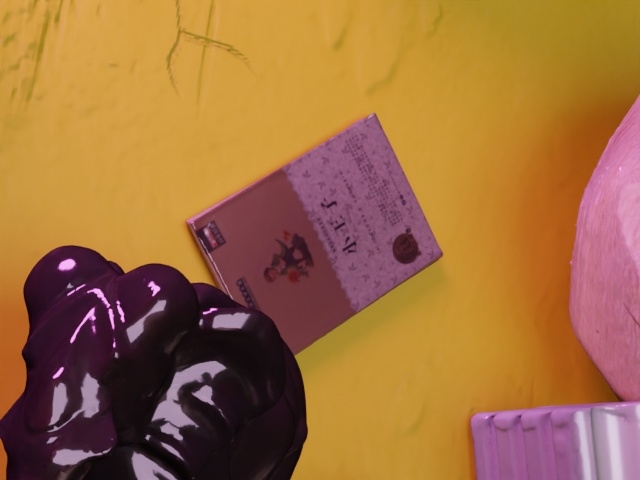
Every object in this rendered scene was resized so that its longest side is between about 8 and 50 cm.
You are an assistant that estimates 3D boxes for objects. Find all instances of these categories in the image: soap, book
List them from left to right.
[{"bbox_3d":[0.000,0.000,1.284,0.199,0.016,0.138,-32,103,-28],"label":"book"},{"bbox_3d":[0.204,0.267,1.297,0.088,0.160,0.265,-1,83,-26],"label":"soap"}]

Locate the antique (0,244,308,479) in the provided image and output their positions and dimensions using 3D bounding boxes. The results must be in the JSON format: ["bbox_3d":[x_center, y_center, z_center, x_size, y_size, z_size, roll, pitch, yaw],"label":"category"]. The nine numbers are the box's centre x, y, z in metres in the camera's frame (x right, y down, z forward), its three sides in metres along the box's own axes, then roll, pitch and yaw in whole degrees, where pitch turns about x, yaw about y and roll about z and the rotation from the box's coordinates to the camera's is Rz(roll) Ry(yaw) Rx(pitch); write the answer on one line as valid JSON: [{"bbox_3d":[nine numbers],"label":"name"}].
[{"bbox_3d":[-0.119,0.142,1.083,0.322,0.185,0.255,18,87,-69],"label":"antique"}]

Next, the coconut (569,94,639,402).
[{"bbox_3d":[0.385,0.004,1.302,0.346,0.346,0.360,-27,138,-30],"label":"coconut"}]
